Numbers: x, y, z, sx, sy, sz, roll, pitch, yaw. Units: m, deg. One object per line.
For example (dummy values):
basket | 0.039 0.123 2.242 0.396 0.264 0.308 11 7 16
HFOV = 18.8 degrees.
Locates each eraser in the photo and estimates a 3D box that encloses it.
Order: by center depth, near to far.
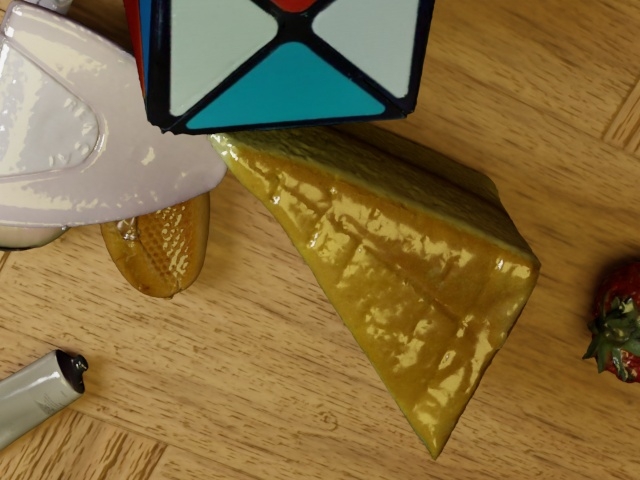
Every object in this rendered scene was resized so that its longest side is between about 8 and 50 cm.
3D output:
eraser | -0.202 -0.096 1.780 0.243 0.059 0.204 14 101 -26

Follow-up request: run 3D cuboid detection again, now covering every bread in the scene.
bread | 0.000 0.000 1.864 0.362 0.233 0.245 24 109 -18
bread | -0.166 -0.036 1.890 0.114 0.077 0.189 -18 119 -27

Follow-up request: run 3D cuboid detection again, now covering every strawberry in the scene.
strawberry | 0.353 0.082 2.057 0.131 0.148 0.131 12 115 27

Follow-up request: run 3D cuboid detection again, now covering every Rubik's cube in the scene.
Rubik's cube | -0.042 -0.261 1.683 0.250 0.246 0.248 -6 136 -10

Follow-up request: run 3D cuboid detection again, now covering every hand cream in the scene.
hand cream | -0.316 0.171 1.970 0.186 0.054 0.087 -31 123 10

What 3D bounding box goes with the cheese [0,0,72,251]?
cheese | -0.279 -0.130 1.814 0.163 0.082 0.286 12 111 -21
